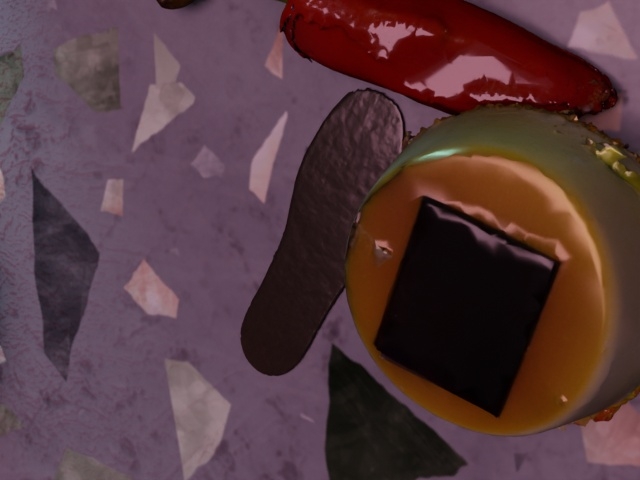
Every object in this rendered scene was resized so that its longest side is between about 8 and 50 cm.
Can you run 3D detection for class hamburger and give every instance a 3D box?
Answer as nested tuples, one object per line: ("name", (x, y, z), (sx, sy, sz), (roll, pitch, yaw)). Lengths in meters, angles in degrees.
("hamburger", (0.164, 0.025, 0.929), (0.294, 0.179, 0.276), (25, 117, 24))

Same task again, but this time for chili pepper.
("chili pepper", (0.079, -0.184, 0.998), (0.388, 0.110, 0.110), (25, 108, 18))

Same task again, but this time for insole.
("insole", (0.000, 0.000, 1.117), (0.111, 0.007, 0.327), (34, 111, 22))

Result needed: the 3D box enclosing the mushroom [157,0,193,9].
("mushroom", (-0.108, -0.309, 1.110), (0.187, 0.061, 0.060), (-45, 70, 22))
